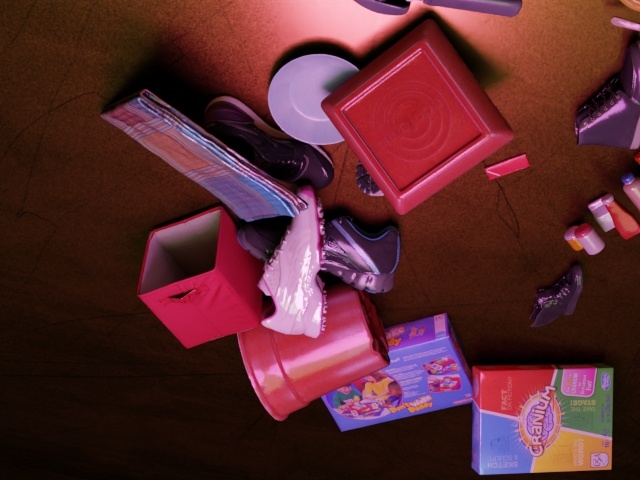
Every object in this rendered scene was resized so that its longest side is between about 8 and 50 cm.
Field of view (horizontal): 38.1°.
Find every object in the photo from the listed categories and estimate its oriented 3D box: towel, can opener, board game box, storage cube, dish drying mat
[{"bbox_3d":[-0.225,-0.148,1.738,0.370,0.040,0.271,35,164,-23],"label":"towel"},{"bbox_3d":[0.194,-0.419,1.563,0.284,0.076,0.095,8,162,-4],"label":"can opener"},{"bbox_3d":[0.508,0.407,2.125,0.317,0.064,0.242,-1,93,-8],"label":"board game box"},{"bbox_3d":[0.168,0.314,2.173,0.347,0.078,0.233,-16,127,16],"label":"board game box"},{"bbox_3d":[-0.242,0.081,1.923,0.184,0.215,0.193,-19,132,18],"label":"storage cube"},{"bbox_3d":[0.368,-0.144,1.823,0.083,0.008,0.032,-19,125,19],"label":"dish drying mat"}]

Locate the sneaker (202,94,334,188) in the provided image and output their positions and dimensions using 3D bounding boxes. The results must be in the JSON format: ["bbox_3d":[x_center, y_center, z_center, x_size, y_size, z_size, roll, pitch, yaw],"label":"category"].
[{"bbox_3d":[-0.103,-0.154,1.767,0.283,0.124,0.107,27,124,-19],"label":"sneaker"}]

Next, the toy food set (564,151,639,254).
[{"bbox_3d":[0.568,-0.066,1.814,0.232,0.111,0.104,-33,109,28],"label":"toy food set"}]

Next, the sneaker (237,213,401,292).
[{"bbox_3d":[0.000,0.000,1.919,0.341,0.125,0.139,13,105,-7],"label":"sneaker"}]

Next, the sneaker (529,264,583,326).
[{"bbox_3d":[0.509,0.121,2.007,0.089,0.051,0.170,-1,133,-1],"label":"sneaker"}]

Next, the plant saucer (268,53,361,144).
[{"bbox_3d":[0.001,-0.268,1.724,0.195,0.037,0.195,2,129,2],"label":"plant saucer"}]

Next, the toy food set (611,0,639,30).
[{"bbox_3d":[0.549,-0.452,1.524,0.128,0.071,0.217,13,132,25],"label":"toy food set"}]

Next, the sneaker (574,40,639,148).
[{"bbox_3d":[0.526,-0.254,1.672,0.118,0.083,0.222,-2,131,6],"label":"sneaker"}]

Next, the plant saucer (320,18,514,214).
[{"bbox_3d":[0.164,-0.211,1.637,0.258,0.048,0.259,-35,93,21],"label":"plant saucer"}]

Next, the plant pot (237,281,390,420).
[{"bbox_3d":[-0.005,0.219,2.001,0.265,0.272,0.272,-20,126,10],"label":"plant pot"}]

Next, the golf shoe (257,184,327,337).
[{"bbox_3d":[-0.056,0.044,1.809,0.140,0.115,0.306,0,100,1],"label":"golf shoe"}]

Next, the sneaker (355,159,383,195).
[{"bbox_3d":[0.181,-0.203,1.743,0.122,0.110,0.283,9,125,-50],"label":"sneaker"}]
